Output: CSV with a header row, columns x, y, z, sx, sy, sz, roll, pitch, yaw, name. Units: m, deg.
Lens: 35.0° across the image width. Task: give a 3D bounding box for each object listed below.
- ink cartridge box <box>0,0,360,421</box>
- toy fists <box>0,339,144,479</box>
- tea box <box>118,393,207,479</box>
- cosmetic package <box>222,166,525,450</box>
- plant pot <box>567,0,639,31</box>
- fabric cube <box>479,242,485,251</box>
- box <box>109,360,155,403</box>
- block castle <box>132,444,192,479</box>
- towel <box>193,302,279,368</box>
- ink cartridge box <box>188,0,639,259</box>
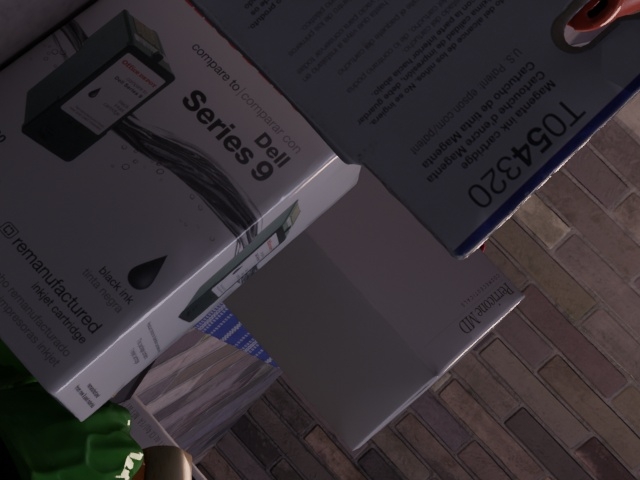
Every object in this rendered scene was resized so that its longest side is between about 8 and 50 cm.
x,y,z,sx,sy,sz,roll,pitch,yaw,name
-0.138,-0.048,0.742,0.289,0.211,0.121,-42,168,-15,ink cartridge box
-0.249,0.120,0.794,0.142,0.279,0.096,2,125,-57,toy fists
-0.339,0.404,1.466,0.323,0.329,0.220,-40,170,-21,tea box
0.000,0.000,1.024,0.197,0.365,0.155,-33,166,-49,cosmetic package
0.393,-0.407,1.277,0.265,0.272,0.272,-30,166,-22,plant pot
0.049,0.061,1.565,0.259,0.254,0.258,-55,-175,-31,fabric cube
-0.249,0.082,1.102,0.295,0.073,0.293,-54,162,19,box
-0.329,0.350,1.054,0.303,0.212,0.453,11,153,-28,block castle
-0.049,0.078,1.334,0.243,0.336,0.040,-44,-154,41,towel
0.077,-0.210,0.562,0.324,0.330,0.071,-43,170,2,ink cartridge box
